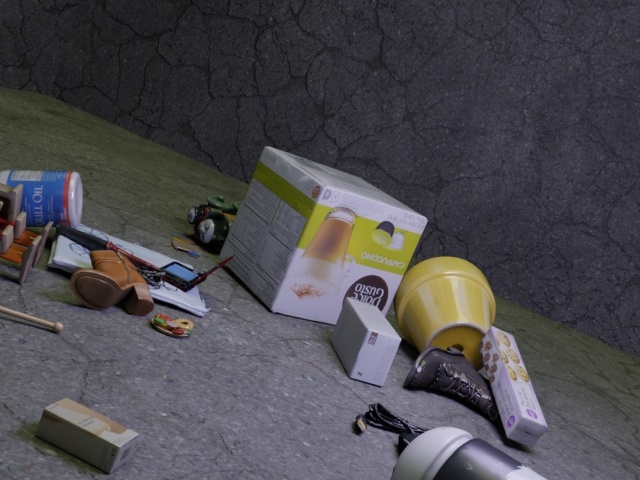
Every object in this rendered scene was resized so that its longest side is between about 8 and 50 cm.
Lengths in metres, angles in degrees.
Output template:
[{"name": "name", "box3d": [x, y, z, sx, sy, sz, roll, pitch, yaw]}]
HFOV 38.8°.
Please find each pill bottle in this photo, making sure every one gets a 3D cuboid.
[{"name": "pill bottle", "box3d": [-0.636, -0.090, 1.969, 0.221, 0.124, 0.124, 0, 12, -5]}]

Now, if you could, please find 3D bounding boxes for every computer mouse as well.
[{"name": "computer mouse", "box3d": [0.152, 0.344, 1.573, 0.184, 0.060, 0.262, 22, 9, -2]}]

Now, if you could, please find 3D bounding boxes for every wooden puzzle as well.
[{"name": "wooden puzzle", "box3d": [-0.355, 0.020, 2.405, 0.078, 0.014, 0.116, 14, 11, -15]}]

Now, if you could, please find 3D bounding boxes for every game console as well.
[{"name": "game console", "box3d": [-0.276, 0.054, 2.000, 0.124, 0.085, 0.144, 26, 9, 4]}]

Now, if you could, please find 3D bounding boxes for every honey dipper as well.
[{"name": "honey dipper", "box3d": [-0.501, 0.122, 1.491, 0.160, 0.030, 0.030, 23, 9, -19]}]

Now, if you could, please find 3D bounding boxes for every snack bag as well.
[{"name": "snack bag", "box3d": [-0.419, 0.058, 1.989, 0.342, 0.037, 0.323, 21, 10, -18]}]

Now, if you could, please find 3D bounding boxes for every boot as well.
[{"name": "boot", "box3d": [0.329, 0.328, 1.989, 0.229, 0.091, 0.263, 37, 24, 31]}, {"name": "boot", "box3d": [-0.419, 0.066, 1.748, 0.197, 0.073, 0.152, 32, 16, -48]}]

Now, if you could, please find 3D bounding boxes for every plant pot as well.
[{"name": "plant pot", "box3d": [0.317, 0.205, 2.233, 0.254, 0.254, 0.239, 19, 26, -13]}]

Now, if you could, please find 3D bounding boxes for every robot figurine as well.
[{"name": "robot figurine", "box3d": [0.223, 0.376, 1.242, 0.278, 0.173, 0.209, 28, -31, 33]}]

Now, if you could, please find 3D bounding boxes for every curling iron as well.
[{"name": "curling iron", "box3d": [-0.441, 0.023, 1.905, 0.274, 0.035, 0.068, 28, 10, 16]}]

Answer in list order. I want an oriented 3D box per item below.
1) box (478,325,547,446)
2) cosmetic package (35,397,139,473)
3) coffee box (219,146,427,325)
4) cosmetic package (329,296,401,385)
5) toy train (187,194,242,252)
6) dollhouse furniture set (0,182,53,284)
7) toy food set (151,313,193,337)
[{"name": "box", "box3d": [0.410, 0.307, 1.961, 0.067, 0.063, 0.324, 23, 26, -13]}, {"name": "cosmetic package", "box3d": [-0.300, 0.250, 1.170, 0.115, 0.041, 0.060, 23, 10, 10]}, {"name": "coffee box", "box3d": [0.000, 0.000, 2.316, 0.337, 0.334, 0.338, 16, 13, -35]}, {"name": "cosmetic package", "box3d": [0.095, 0.217, 1.984, 0.085, 0.117, 0.231, 18, 11, -15]}, {"name": "toy train", "box3d": [-0.215, -0.021, 2.599, 0.334, 0.142, 0.190, 14, 21, -35]}, {"name": "dollhouse furniture set", "box3d": [-0.659, -0.021, 1.747, 0.262, 0.135, 0.259, 20, 21, -8]}, {"name": "toy food set", "box3d": [-0.284, 0.163, 1.743, 0.083, 0.020, 0.082, 21, 10, -8]}]
